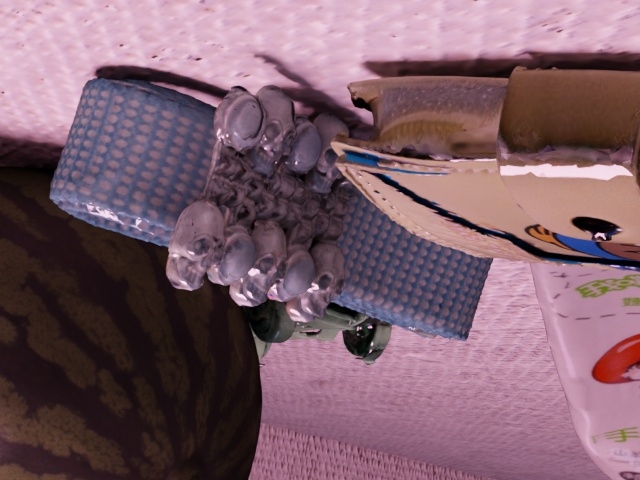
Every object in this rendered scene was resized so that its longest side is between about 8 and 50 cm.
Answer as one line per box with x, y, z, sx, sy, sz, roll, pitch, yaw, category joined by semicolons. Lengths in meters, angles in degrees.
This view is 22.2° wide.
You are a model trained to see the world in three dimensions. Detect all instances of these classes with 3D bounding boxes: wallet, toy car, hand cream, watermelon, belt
0.090;-0.013;0.429;0.155;0.039;0.110;4;168;38;wallet
-0.029;0.031;0.795;0.073;0.054;0.143;17;165;-32;toy car
0.152;0.053;0.701;0.121;0.076;0.336;9;163;12;hand cream
-0.127;0.070;0.697;0.212;0.212;0.212;12;170;2;watermelon
0.002;-0.005;0.543;0.179;0.065;0.100;18;177;-41;belt
